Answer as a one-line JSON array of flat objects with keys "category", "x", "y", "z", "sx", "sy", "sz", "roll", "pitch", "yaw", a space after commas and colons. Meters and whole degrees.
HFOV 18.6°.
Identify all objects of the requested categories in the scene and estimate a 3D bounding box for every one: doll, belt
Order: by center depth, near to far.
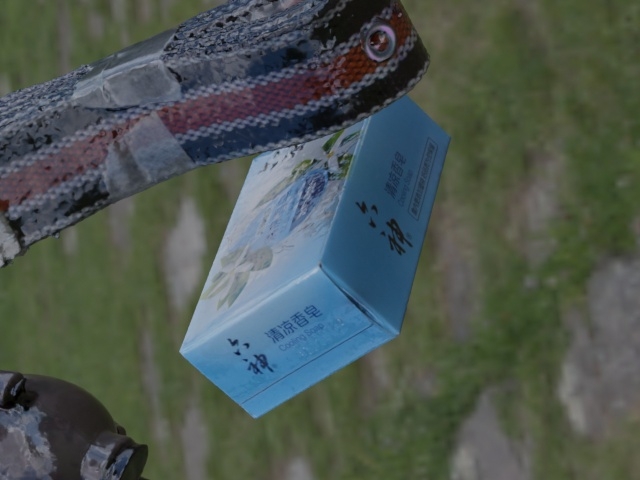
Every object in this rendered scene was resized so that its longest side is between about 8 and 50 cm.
[{"category": "belt", "x": -0.104, "y": -0.083, "z": 1.252, "sx": 0.094, "sy": 0.359, "sz": 0.126, "roll": 63, "pitch": -158, "yaw": -18}, {"category": "doll", "x": -0.265, "y": 0.165, "z": 1.635, "sx": 0.182, "sy": 0.257, "sz": 0.117, "roll": 92, "pitch": -161, "yaw": -50}]

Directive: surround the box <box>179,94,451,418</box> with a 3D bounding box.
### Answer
[{"category": "box", "x": 0.000, "y": 0.000, "z": 1.390, "sx": 0.142, "sy": 0.083, "sz": 0.232, "roll": -33, "pitch": 26, "yaw": 35}]
